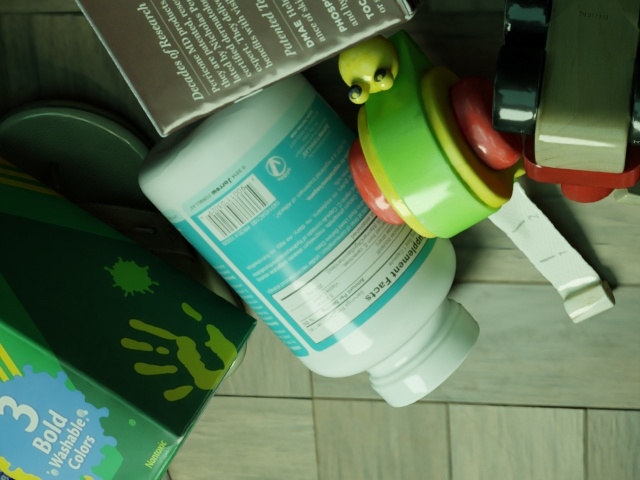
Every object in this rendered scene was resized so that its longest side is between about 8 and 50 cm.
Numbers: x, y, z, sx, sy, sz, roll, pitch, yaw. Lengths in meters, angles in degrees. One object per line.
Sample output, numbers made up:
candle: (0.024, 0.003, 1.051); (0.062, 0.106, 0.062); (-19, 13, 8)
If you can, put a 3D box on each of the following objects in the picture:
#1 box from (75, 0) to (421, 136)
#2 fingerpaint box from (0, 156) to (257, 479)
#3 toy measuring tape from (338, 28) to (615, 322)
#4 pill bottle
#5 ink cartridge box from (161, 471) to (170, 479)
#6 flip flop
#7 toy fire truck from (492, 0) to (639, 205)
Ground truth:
box: (-0.049, -0.208, 1.335); (0.203, 0.168, 0.167); (-24, 110, 22)
fingerpaint box: (-0.317, 0.149, 1.519); (0.371, 0.163, 0.445); (33, 127, 0)
toy measuring tape: (0.116, -0.021, 1.379); (0.121, 0.121, 0.330); (-28, 125, 23)
pill bottle: (0.000, 0.000, 1.442); (0.146, 0.146, 0.264); (-36, 105, 25)
ink cartridge box: (-0.194, 0.163, 1.621); (0.097, 0.046, 0.207); (-11, 114, 18)
flip flop: (-0.154, 0.008, 1.515); (0.112, 0.080, 0.277); (-25, 109, 22)
toy fire truck: (0.210, -0.119, 1.341); (0.158, 0.217, 0.246); (5, 159, 9)
